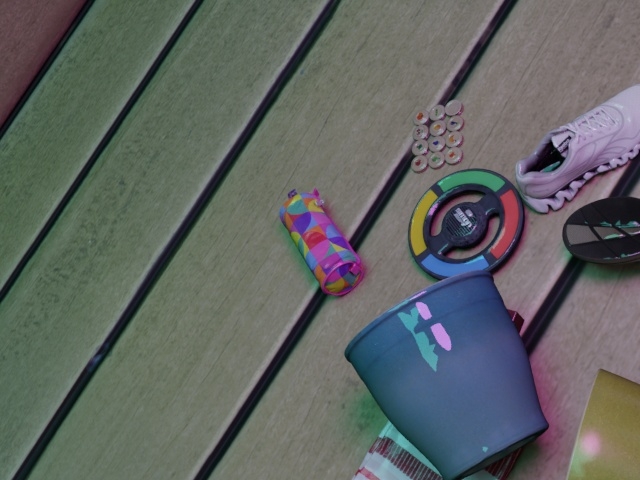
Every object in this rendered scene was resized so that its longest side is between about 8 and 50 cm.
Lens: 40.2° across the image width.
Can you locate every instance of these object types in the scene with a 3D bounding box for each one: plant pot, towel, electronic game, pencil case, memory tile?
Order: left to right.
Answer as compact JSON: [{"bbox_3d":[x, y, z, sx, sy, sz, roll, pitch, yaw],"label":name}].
[{"bbox_3d":[0.000,0.000,1.759,0.104,0.104,0.236,-39,52,12],"label":"pencil case"},{"bbox_3d":[0.187,0.385,1.476,0.237,0.037,0.329,29,85,39],"label":"towel"},{"bbox_3d":[0.235,-0.210,1.759,0.113,0.012,0.148,-10,61,30],"label":"memory tile"},{"bbox_3d":[0.215,0.225,1.367,0.272,0.272,0.255,-35,67,15],"label":"plant pot"},{"bbox_3d":[0.267,-0.029,1.622,0.229,0.048,0.229,-16,59,28],"label":"electronic game"},{"bbox_3d":[0.489,0.343,1.168,0.294,0.275,0.274,13,75,23],"label":"plant pot"}]

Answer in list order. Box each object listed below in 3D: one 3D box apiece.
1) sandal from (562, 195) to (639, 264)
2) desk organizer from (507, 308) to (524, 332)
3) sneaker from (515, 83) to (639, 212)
[{"bbox_3d":[0.547,-0.011,1.407,0.303,0.086,0.120,-7,56,15],"label":"sandal"},{"bbox_3d":[0.284,0.138,1.527,0.130,0.047,0.050,14,74,38],"label":"desk organizer"},{"bbox_3d":[0.464,-0.171,1.518,0.292,0.118,0.110,-41,49,9],"label":"sneaker"}]
